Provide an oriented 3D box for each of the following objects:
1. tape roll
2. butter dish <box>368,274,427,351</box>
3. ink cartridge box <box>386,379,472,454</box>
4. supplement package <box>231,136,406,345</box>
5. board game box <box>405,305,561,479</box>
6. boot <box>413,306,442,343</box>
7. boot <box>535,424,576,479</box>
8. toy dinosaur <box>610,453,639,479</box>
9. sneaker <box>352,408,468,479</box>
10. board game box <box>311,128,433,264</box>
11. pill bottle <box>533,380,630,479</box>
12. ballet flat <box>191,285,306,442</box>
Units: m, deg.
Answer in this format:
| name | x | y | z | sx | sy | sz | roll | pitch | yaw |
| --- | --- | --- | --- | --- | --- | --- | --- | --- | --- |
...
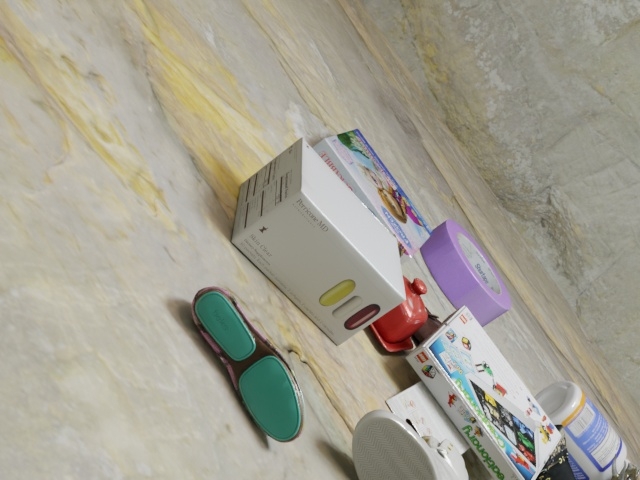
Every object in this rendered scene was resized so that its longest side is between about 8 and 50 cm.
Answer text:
| name | x | y | z | sx | sy | sz | roll | pitch | yaw |
| --- | --- | --- | --- | --- | --- | --- | --- | --- | --- |
| tape roll | 0.366 | 0.082 | 2.384 | 0.275 | 0.090 | 0.274 | 47 | 19 | -21 |
| butter dish | 0.144 | 0.113 | 1.739 | 0.160 | 0.118 | 0.160 | 59 | 18 | 16 |
| ink cartridge box | 0.185 | 0.319 | 1.626 | 0.179 | 0.045 | 0.145 | -16 | 70 | -51 |
| supplement package | 0.000 | 0.000 | 1.550 | 0.262 | 0.145 | 0.204 | 45 | 20 | -22 |
| board game box | 0.299 | 0.284 | 1.699 | 0.305 | 0.053 | 0.193 | 54 | 37 | 3 |
| boot | 0.233 | 0.232 | 1.852 | 0.207 | 0.090 | 0.248 | 43 | 21 | 12 |
| boot | 0.442 | 0.483 | 1.847 | 0.236 | 0.085 | 0.178 | -25 | 96 | -51 |
| toy dinosaur | 0.639 | 0.642 | 2.042 | 0.160 | 0.121 | 0.313 | 39 | 51 | -23 |
| sneaker | 0.134 | 0.327 | 1.375 | 0.292 | 0.108 | 0.169 | 57 | 14 | -22 |
| board game box | 0.118 | -0.101 | 2.141 | 0.318 | 0.066 | 0.318 | 54 | 18 | 0 |
| pill bottle | 0.605 | 0.468 | 2.173 | 0.272 | 0.152 | 0.152 | 50 | 19 | -13 |
| ballet flat | -0.087 | 0.153 | 1.198 | 0.221 | 0.077 | 0.079 | 55 | -1 | 4 |
